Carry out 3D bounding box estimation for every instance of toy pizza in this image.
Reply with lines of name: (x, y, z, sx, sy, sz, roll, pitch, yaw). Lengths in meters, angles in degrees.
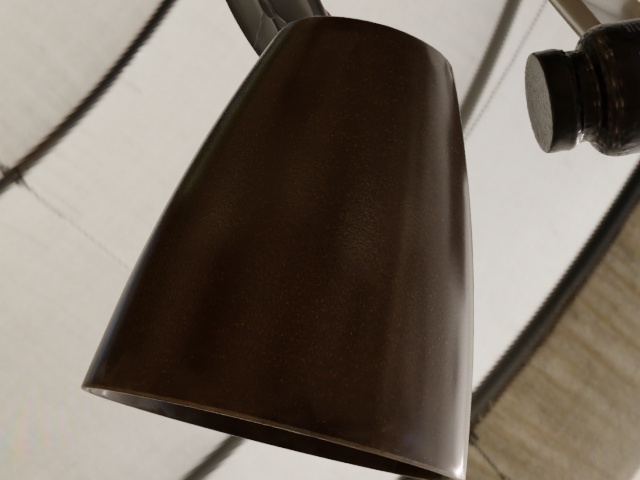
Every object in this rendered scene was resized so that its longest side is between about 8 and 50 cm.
toy pizza: (-0.036, -0.215, 1.035, 0.032, 0.201, 0.201, -32, -140, -16)

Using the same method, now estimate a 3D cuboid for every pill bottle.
pill bottle: (0.305, -0.144, 1.070, 0.219, 0.123, 0.123, -10, -140, -2)

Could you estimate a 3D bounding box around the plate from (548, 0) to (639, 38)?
plate: (0.410, -0.271, 1.572, 0.045, 0.277, 0.278, -50, -130, 28)

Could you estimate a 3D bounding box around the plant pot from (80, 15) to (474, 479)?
plant pot: (0.000, 0.000, 0.668, 0.215, 0.215, 0.231, 6, -105, 31)
